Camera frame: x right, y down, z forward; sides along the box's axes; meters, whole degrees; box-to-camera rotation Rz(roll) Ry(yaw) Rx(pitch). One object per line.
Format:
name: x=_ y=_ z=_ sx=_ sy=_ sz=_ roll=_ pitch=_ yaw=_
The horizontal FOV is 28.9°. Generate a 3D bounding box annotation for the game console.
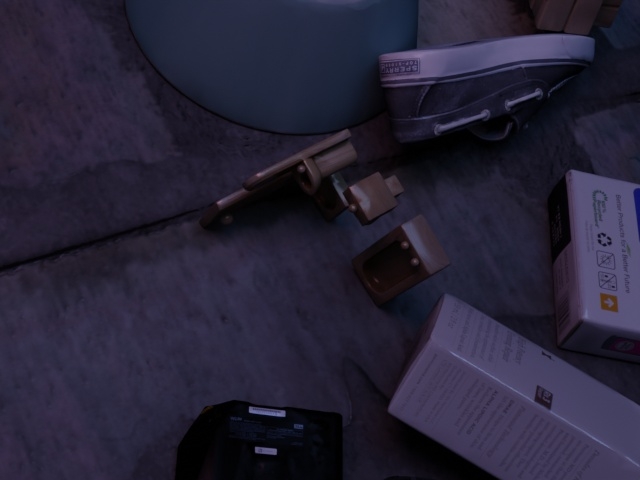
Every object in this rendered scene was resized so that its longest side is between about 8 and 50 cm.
game console: x=0.058 y=0.250 z=0.991 sx=0.361 sy=0.044 sz=0.213 roll=9 pitch=58 yaw=-13

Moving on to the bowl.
bowl: x=-0.026 y=-0.276 z=1.225 sx=0.312 sy=0.163 sz=0.311 roll=9 pitch=55 yaw=-14

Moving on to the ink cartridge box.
ink cartridge box: x=0.408 y=0.049 z=1.225 sx=0.371 sy=0.069 sz=0.175 roll=10 pitch=55 yaw=-10

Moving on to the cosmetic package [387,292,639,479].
cosmetic package: x=0.179 y=0.149 z=1.044 sx=0.231 sy=0.085 sz=0.117 roll=29 pitch=23 yaw=1

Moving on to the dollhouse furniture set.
dollhouse furniture set: x=0.000 y=0.000 z=1.085 sx=0.123 sy=0.144 sz=0.151 roll=-28 pitch=85 yaw=-26

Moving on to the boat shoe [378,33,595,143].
boat shoe: x=0.176 y=-0.152 z=1.256 sx=0.301 sy=0.108 sz=0.102 roll=-16 pitch=104 yaw=-45

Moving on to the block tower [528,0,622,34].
block tower: x=0.263 y=-0.366 z=1.389 sx=0.091 sy=0.097 sz=0.335 roll=6 pitch=47 yaw=-12
